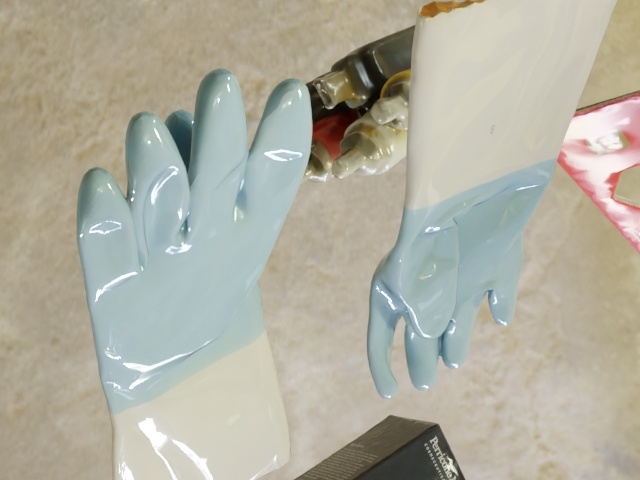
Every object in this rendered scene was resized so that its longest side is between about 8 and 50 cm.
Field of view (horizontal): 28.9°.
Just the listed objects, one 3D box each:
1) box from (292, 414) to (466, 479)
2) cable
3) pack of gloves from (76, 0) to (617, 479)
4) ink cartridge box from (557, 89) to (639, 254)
[{"bbox_3d":[0.058,0.266,1.122,0.158,0.093,0.156,-30,100,-24],"label":"box"},{"bbox_3d":[0.078,-0.100,0.774,0.139,0.287,0.072,-27,90,48],"label":"cable"},{"bbox_3d":[0.000,0.000,0.460,0.195,0.046,0.232,-23,145,-22],"label":"pack of gloves"},{"bbox_3d":[0.318,-0.043,0.857,0.261,0.066,0.296,-20,153,23],"label":"ink cartridge box"}]
